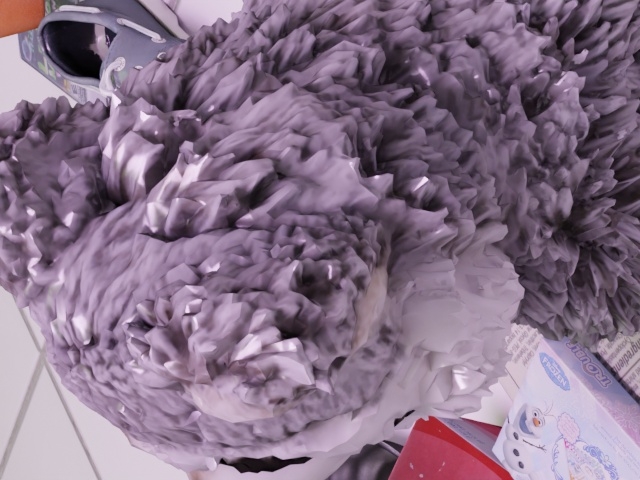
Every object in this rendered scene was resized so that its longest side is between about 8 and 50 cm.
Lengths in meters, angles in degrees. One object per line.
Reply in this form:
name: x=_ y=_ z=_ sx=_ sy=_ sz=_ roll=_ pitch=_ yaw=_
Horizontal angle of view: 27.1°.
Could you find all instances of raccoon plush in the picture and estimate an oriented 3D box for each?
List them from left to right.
raccoon plush: x=0.023 y=-0.123 z=0.474 sx=0.216 sy=0.299 sz=0.446 roll=-1 pitch=89 yaw=38

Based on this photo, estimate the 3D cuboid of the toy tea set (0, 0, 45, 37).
toy tea set: x=-0.352 y=-0.292 z=1.253 sx=0.336 sy=0.124 sz=0.200 roll=-137 pitch=41 yaw=-61

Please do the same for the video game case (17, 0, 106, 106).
video game case: x=-0.262 y=-0.241 z=1.304 sx=0.173 sy=0.022 sz=0.190 roll=36 pitch=135 yaw=46

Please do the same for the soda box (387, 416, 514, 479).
soda box: x=0.147 y=0.199 z=0.774 sx=0.263 sy=0.083 sz=0.092 roll=34 pitch=101 yaw=47

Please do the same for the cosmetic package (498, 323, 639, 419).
cosmetic package: x=0.199 y=0.084 z=0.625 sx=0.309 sy=0.113 sz=0.160 roll=58 pitch=147 yaw=22

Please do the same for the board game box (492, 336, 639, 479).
board game box: x=0.125 y=0.103 z=0.626 sx=0.090 sy=0.020 sz=0.090 roll=52 pitch=146 yaw=32

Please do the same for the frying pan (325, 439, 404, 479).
frying pan: x=0.098 y=0.233 z=0.938 sx=0.326 sy=0.053 sz=0.197 roll=-2 pitch=104 yaw=57

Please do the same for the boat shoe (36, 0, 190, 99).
boat shoe: x=-0.136 y=-0.118 z=1.065 sx=0.319 sy=0.099 sz=0.116 roll=45 pitch=139 yaw=47
